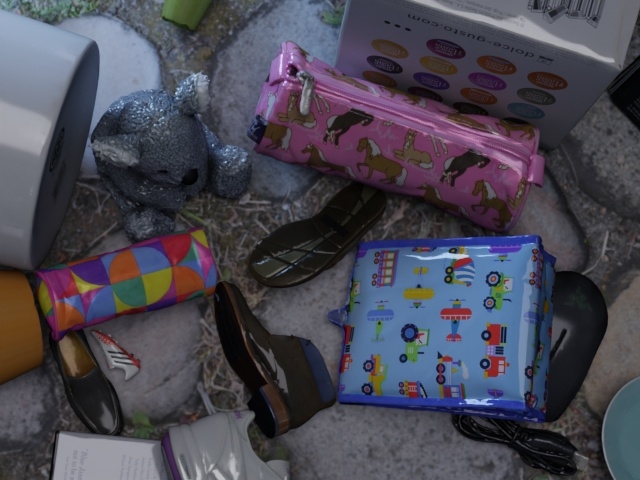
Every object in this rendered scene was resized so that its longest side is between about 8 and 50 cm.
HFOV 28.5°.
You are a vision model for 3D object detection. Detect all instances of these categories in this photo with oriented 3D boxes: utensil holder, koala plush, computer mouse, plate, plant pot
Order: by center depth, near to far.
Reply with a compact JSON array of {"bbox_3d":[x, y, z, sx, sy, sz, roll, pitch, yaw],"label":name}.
[{"bbox_3d":[-0.500,-0.156,1.559,0.385,0.327,0.328,15,78,-3],"label":"utensil holder"},{"bbox_3d":[-0.457,0.118,1.585,0.187,0.205,0.205,-12,80,-22],"label":"plant pot"},{"bbox_3d":[-0.212,-0.125,1.627,0.196,0.221,0.203,-35,84,-10],"label":"koala plush"},{"bbox_3d":[0.455,0.270,1.680,0.188,0.024,0.188,3,77,-15],"label":"plate"},{"bbox_3d":[0.310,0.164,1.690,0.188,0.072,0.272,24,78,1],"label":"computer mouse"},{"bbox_3d":[-0.184,-0.336,1.748,0.083,0.083,0.079,22,90,0],"label":"plant pot"}]

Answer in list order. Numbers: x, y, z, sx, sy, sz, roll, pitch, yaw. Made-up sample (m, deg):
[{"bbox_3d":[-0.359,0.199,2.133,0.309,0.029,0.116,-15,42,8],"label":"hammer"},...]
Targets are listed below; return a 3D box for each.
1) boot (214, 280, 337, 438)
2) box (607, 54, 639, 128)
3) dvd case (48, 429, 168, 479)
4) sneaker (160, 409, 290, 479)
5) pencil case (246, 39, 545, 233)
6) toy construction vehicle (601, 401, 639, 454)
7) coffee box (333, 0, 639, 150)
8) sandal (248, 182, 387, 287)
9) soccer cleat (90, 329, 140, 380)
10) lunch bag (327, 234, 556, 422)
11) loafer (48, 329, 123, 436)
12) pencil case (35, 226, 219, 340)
[{"bbox_3d":[-0.063,0.147,1.676,0.106,0.082,0.219,-15,76,-29],"label":"boot"},{"bbox_3d":[0.688,-0.311,1.609,0.480,0.472,0.297,-44,85,-10],"label":"box"},{"bbox_3d":[-0.225,0.346,1.617,0.253,0.022,0.180,8,78,-13],"label":"dvd case"},{"bbox_3d":[-0.086,0.357,1.578,0.152,0.114,0.305,-20,86,-16],"label":"sneaker"},{"bbox_3d":[0.103,-0.135,1.676,0.386,0.167,0.160,19,112,-3],"label":"pencil case"},{"bbox_3d":[0.423,0.272,1.702,0.085,0.035,0.098,-22,84,-19],"label":"toy construction vehicle"},{"bbox_3d":[0.233,-0.363,1.651,0.337,0.334,0.338,19,77,0],"label":"coffee box"},{"bbox_3d":[0.000,0.000,1.706,0.090,0.060,0.219,40,62,22],"label":"sandal"},{"bbox_3d":[-0.276,0.151,1.668,0.083,0.029,0.036,39,75,-1],"label":"soccer cleat"},{"bbox_3d":[0.146,0.111,1.643,0.293,0.138,0.221,2,76,20],"label":"lunch bag"},{"bbox_3d":[-0.309,0.182,1.641,0.062,0.061,0.170,-29,84,-10],"label":"loafer"},{"bbox_3d":[-0.246,0.055,1.623,0.236,0.104,0.104,-14,80,-23],"label":"pencil case"}]
